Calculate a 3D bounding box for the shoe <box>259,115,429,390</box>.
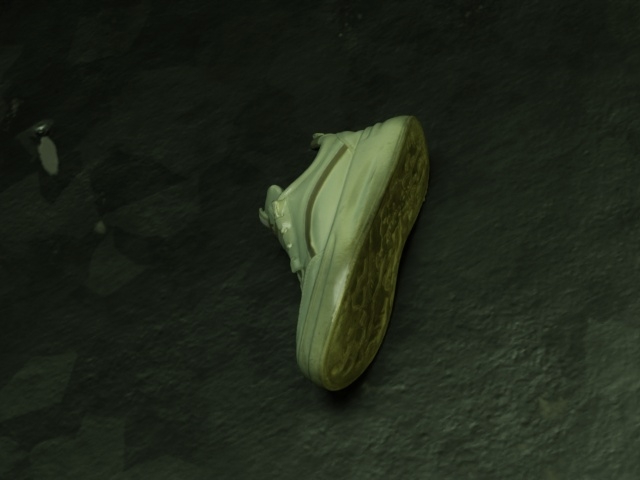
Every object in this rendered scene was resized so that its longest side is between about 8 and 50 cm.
[{"bbox_3d":[0.000,0.000,1.545,0.159,0.124,0.316,7,54,24],"label":"shoe"}]
